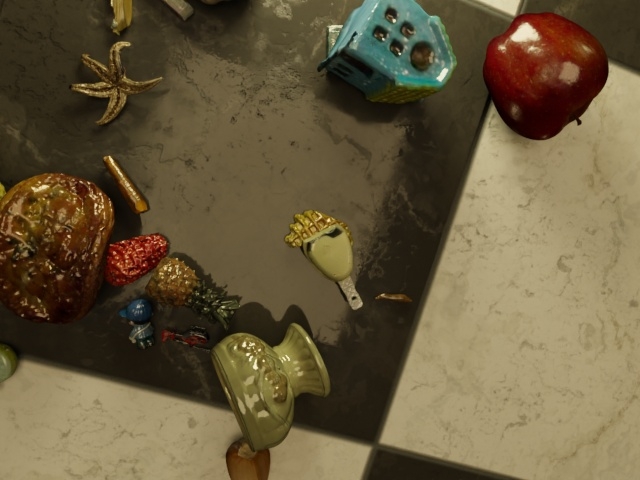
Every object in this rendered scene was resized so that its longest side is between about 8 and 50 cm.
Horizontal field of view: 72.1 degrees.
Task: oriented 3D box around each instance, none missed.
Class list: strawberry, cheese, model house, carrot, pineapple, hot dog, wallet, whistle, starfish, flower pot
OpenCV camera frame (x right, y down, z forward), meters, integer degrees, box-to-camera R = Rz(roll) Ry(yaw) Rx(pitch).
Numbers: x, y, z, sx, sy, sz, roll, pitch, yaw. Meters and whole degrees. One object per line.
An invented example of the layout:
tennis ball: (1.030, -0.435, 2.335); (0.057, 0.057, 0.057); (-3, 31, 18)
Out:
strawberry: (-0.503, 0.043, 1.168); (0.188, 0.082, 0.121); (-32, 95, -1)
cheese: (0.052, 0.085, 1.215); (0.127, 0.054, 0.252); (-28, 107, -5)
model house: (0.185, -0.468, 1.126); (0.303, 0.237, 0.216); (27, 91, -18)
carrot: (-0.521, -0.149, 1.171); (0.042, 0.042, 0.171); (-32, 95, -4)
pineapple: (-0.337, 0.147, 1.183); (0.248, 0.128, 0.128); (33, 90, -14)
hot dog: (-0.659, 0.030, 1.082); (0.266, 0.174, 0.388); (17, 99, -6)
wallet: (0.060, -0.529, 1.219); (0.088, 0.026, 0.129); (0, 94, -8)
whistle: (-0.873, 0.363, 1.164); (0.104, 0.057, 0.198); (27, 98, 2)
starfish: (-0.528, -0.404, 1.141); (0.237, 0.057, 0.213); (5, 102, -4)
flower pot: (-0.126, 0.356, 1.146); (0.244, 0.307, 0.308); (-23, 98, -21)

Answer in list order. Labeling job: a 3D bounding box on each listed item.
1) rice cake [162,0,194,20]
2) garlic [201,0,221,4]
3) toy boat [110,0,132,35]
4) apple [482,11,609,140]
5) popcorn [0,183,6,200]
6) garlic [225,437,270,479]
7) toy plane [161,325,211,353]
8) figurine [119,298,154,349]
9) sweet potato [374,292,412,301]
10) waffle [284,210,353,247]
rice cake: (-0.423, -0.656, 1.142); (0.206, 0.036, 0.047); (36, 102, -9)
garlic: (-0.266, -0.727, 1.052); (0.244, 0.253, 0.245); (0, 92, 1)
toy boat: (-0.516, -0.604, 1.129); (0.048, 0.047, 0.149); (2, 92, 6)
apple: (0.591, -0.434, 1.171); (0.288, 0.288, 0.317); (-33, 81, -4)
popcorn: (-0.877, -0.108, 1.026); (0.249, 0.225, 0.249); (5, 53, -6)
garlic: (-0.195, 0.643, 1.245); (0.115, 0.128, 0.207); (-19, 104, -49)
toy plane: (-0.369, 0.271, 1.226); (0.145, 0.037, 0.060); (14, 103, -12)
figurine: (-0.485, 0.227, 1.188); (0.077, 0.079, 0.136); (-20, 94, -47)
sweet potato: (0.217, 0.168, 1.300); (0.115, 0.026, 0.026); (7, 94, -5)
waffle: (0.001, 0.000, 1.244); (0.194, 0.051, 0.149); (20, 90, -9)
